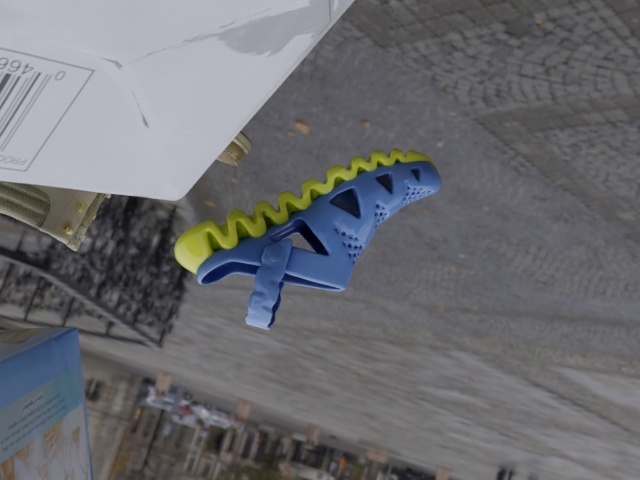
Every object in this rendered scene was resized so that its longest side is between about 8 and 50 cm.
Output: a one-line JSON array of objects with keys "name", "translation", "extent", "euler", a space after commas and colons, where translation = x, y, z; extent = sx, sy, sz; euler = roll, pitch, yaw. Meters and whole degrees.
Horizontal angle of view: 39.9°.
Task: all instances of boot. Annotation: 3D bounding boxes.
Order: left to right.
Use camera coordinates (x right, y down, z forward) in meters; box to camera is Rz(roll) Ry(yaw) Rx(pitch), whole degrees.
[{"name": "boot", "translation": [-0.228, -0.078, 0.997], "extent": [0.262, 0.203, 0.095], "euler": [20, 169, -1]}]

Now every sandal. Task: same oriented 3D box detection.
[{"name": "sandal", "translation": [0.000, 0.000, 1.019], "extent": [0.317, 0.138, 0.126], "euler": [-26, 168, 0]}]

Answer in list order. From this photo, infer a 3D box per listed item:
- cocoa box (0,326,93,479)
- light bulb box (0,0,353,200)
[{"name": "cocoa box", "translation": [-0.343, 0.210, 0.692], "extent": [0.228, 0.231, 0.347], "euler": [-5, -176, 5]}, {"name": "light bulb box", "translation": [-0.214, -0.243, 0.488], "extent": [0.358, 0.361, 0.225], "euler": [6, 140, -46]}]
